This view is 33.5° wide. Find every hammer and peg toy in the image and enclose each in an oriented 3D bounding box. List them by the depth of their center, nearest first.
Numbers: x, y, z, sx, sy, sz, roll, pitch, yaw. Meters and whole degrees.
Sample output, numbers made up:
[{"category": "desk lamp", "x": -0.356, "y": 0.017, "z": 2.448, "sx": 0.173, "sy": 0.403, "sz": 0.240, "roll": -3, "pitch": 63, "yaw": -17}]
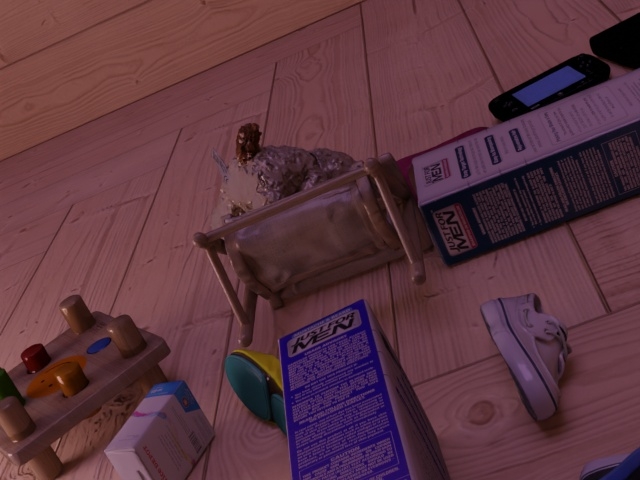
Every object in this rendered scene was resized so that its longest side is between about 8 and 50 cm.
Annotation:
[{"category": "hammer and peg toy", "x": -0.390, "y": 0.186, "z": 1.537, "sx": 0.266, "sy": 0.127, "sz": 0.361, "roll": -37, "pitch": 25, "yaw": -24}]

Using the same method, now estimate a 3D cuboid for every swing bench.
[{"category": "swing bench", "x": 0.000, "y": 0.000, "z": 1.408, "sx": 0.253, "sy": 0.165, "sz": 0.255, "roll": -22, "pitch": 6, "yaw": 10}]

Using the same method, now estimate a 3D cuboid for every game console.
[{"category": "game console", "x": 0.456, "y": -0.284, "z": 1.767, "sx": 0.361, "sy": 0.044, "sz": 0.213, "roll": -28, "pitch": 22, "yaw": -3}]

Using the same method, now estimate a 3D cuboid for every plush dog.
[{"category": "plush dog", "x": -0.034, "y": -0.091, "z": 1.725, "sx": 0.225, "sy": 0.211, "sz": 0.262, "roll": -9, "pitch": 12, "yaw": -35}]

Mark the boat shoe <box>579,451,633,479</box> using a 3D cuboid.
[{"category": "boat shoe", "x": 0.289, "y": 0.199, "z": 0.901, "sx": 0.142, "sy": 0.049, "sz": 0.040, "roll": -23, "pitch": 28, "yaw": 25}]

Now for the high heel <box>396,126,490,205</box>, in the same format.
[{"category": "high heel", "x": 0.188, "y": -0.105, "z": 1.618, "sx": 0.244, "sy": 0.082, "sz": 0.117, "roll": -28, "pitch": 9, "yaw": -38}]

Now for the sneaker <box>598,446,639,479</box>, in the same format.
[{"category": "sneaker", "x": 0.247, "y": 0.225, "z": 0.829, "sx": 0.232, "sy": 0.081, "sz": 0.090, "roll": -34, "pitch": 54, "yaw": 8}]

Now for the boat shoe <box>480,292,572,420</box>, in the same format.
[{"category": "boat shoe", "x": 0.223, "y": 0.105, "z": 1.118, "sx": 0.075, "sy": 0.083, "sz": 0.226, "roll": -25, "pitch": 22, "yaw": 6}]

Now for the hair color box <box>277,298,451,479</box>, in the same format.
[{"category": "hair color box", "x": 0.052, "y": 0.214, "z": 0.934, "sx": 0.110, "sy": 0.185, "sz": 0.339, "roll": -25, "pitch": 22, "yaw": 7}]

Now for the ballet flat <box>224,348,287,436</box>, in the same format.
[{"category": "ballet flat", "x": -0.036, "y": 0.183, "z": 1.261, "sx": 0.077, "sy": 0.077, "sz": 0.231, "roll": -12, "pitch": 19, "yaw": -25}]

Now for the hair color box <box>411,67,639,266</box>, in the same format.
[{"category": "hair color box", "x": 0.306, "y": -0.102, "z": 1.450, "sx": 0.347, "sy": 0.105, "sz": 0.174, "roll": -21, "pitch": 23, "yaw": 11}]

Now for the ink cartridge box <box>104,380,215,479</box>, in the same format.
[{"category": "ink cartridge box", "x": -0.189, "y": 0.239, "z": 1.260, "sx": 0.052, "sy": 0.088, "sz": 0.122, "roll": -11, "pitch": 27, "yaw": 31}]
